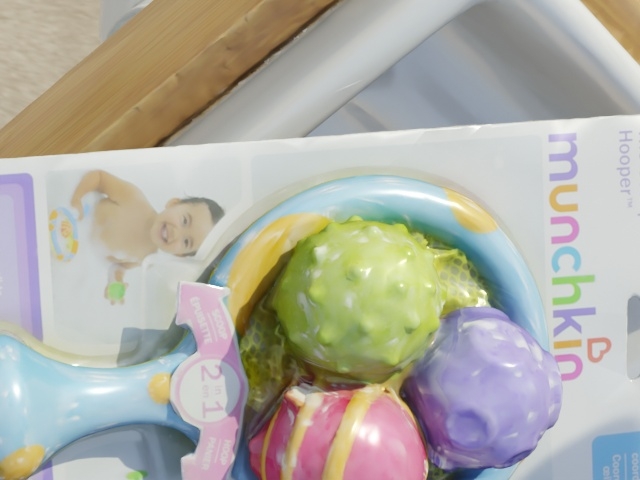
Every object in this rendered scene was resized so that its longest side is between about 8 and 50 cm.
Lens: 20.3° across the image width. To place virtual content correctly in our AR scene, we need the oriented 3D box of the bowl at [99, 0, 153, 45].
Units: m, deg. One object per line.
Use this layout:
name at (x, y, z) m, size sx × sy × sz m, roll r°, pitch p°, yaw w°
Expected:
bowl at (-0.038, -0.097, 1.082) m, size 0.134 × 0.298 × 0.298 m, roll -34°, pitch 112°, yaw -39°

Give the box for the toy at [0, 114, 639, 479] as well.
toy at (0.000, 0.041, 0.496) m, size 0.237 × 0.056 × 0.137 m, roll -4°, pitch 99°, yaw -14°

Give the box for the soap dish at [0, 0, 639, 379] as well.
soap dish at (0.000, 0.000, 0.646) m, size 0.291 × 0.118 × 0.229 m, roll -37°, pitch 132°, yaw 18°
